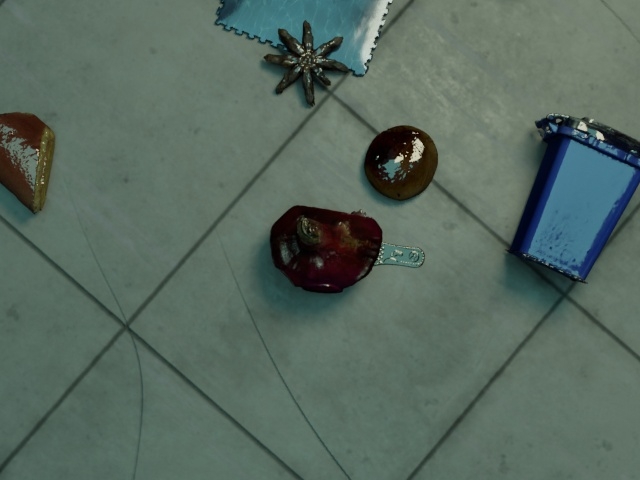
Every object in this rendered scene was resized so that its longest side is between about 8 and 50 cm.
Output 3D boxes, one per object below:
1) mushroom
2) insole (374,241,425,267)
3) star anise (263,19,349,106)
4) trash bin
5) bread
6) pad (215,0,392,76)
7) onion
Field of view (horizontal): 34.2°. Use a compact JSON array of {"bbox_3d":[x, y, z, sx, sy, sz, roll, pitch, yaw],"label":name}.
[{"bbox_3d":[0.130,-0.125,1.663,0.123,0.052,0.123,0,87,-5],"label":"mushroom"},{"bbox_3d":[0.101,0.023,1.674,0.135,0.002,0.045,6,86,-1],"label":"insole"},{"bbox_3d":[-0.025,-0.288,1.667,0.141,0.042,0.141,0,91,0],"label":"star anise"},{"bbox_3d":[0.387,-0.067,1.617,0.184,0.162,0.234,24,91,1],"label":"trash bin"},{"bbox_3d":[-0.482,-0.147,1.638,0.192,0.067,0.119,40,86,1],"label":"bread"},{"bbox_3d":[-0.008,-0.430,1.700,0.269,0.012,0.270,18,85,-1],"label":"pad"},{"bbox_3d":[-0.001,0.016,1.579,0.173,0.198,0.135,3,92,16],"label":"onion"}]
